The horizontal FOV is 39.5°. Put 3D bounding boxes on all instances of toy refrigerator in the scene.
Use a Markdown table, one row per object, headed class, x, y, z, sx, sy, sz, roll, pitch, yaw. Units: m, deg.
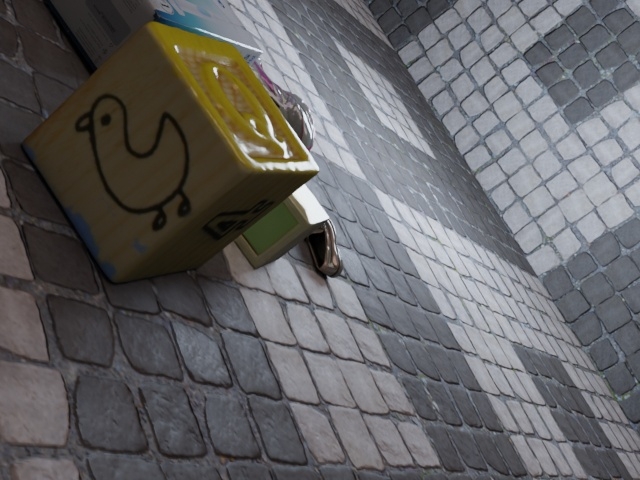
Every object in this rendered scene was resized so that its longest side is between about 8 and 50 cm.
| class | x | y | z | sx | sy | sz | roll | pitch | yaw |
| --- | --- | --- | --- | --- | --- | --- | --- | --- | --- |
| toy refrigerator | -0.117 | -0.103 | 1.199 | 0.269 | 0.102 | 0.094 | 54 | 20 | 5 |

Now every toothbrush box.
| class | x | y | z | sx | sy | sz | roll | pitch | yaw |
| --- | --- | --- | --- | --- | --- | --- | --- | --- | --- |
| toothbrush box | -0.244 | -0.331 | 1.272 | 0.216 | 0.126 | 0.295 | 54 | 21 | 11 |

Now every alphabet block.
| class | x | y | z | sx | sy | sz | roll | pitch | yaw |
| --- | --- | --- | --- | --- | --- | --- | --- | --- | --- |
| alphabet block | -0.154 | -0.090 | 0.956 | 0.192 | 0.197 | 0.193 | 54 | 20 | 8 |

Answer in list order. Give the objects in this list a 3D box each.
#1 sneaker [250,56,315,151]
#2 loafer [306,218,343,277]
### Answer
| class | x | y | z | sx | sy | sz | roll | pitch | yaw |
| --- | --- | --- | --- | --- | --- | --- | --- | --- | --- |
| sneaker | -0.113 | -0.229 | 1.444 | 0.252 | 0.103 | 0.111 | 49 | 23 | 10 |
| loafer | 0.000 | 0.000 | 1.367 | 0.039 | 0.045 | 0.125 | 21 | 39 | -44 |
